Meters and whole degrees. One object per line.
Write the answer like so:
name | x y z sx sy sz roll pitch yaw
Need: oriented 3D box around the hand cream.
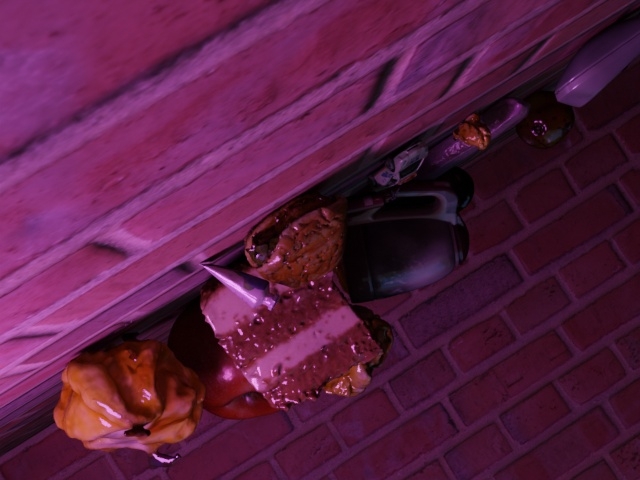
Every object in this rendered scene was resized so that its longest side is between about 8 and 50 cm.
hand cream | -0.135 0.072 1.221 0.053 0.142 0.084 -59 175 1

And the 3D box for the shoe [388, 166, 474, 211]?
shoe | 0.383 -0.152 2.267 0.237 0.171 0.384 -24 176 -17

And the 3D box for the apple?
apple | -0.205 0.290 1.797 0.348 0.277 0.349 -9 144 -7

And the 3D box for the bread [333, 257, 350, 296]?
bread | 0.107 0.027 1.962 0.176 0.247 0.195 -12 -170 -16

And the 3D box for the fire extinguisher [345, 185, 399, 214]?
fire extinguisher | 0.070 -0.073 1.408 0.173 0.035 0.049 -12 -174 1

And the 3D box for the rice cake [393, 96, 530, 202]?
rice cake | 0.309 -0.212 1.682 0.399 0.064 0.070 -34 165 28

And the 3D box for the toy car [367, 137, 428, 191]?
toy car | 0.153 -0.138 1.392 0.093 0.058 0.186 -29 176 -19

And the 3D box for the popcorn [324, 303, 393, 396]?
popcorn | 0.049 0.255 1.673 0.259 0.212 0.259 8 -163 -2

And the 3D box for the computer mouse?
computer mouse | 0.613 -0.399 1.516 0.288 0.097 0.159 -44 174 4

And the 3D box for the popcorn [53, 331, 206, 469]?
popcorn | -0.376 0.306 1.446 0.297 0.281 0.316 4 142 -28

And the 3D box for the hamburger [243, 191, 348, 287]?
hamburger | -0.030 0.003 1.192 0.183 0.130 0.206 -34 175 -8

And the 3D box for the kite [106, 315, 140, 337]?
kite | -0.383 0.169 1.390 0.078 0.002 0.044 -31 176 -17

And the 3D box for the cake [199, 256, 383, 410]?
cake | -0.068 0.150 1.429 0.255 0.290 0.282 -33 -175 -4

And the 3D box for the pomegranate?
pomegranate | 0.616 -0.343 1.972 0.159 0.159 0.205 -35 -159 40

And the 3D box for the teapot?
teapot | 0.198 -0.017 1.713 0.312 0.233 0.315 -11 134 1

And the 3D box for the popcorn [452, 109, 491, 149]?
popcorn | 0.331 -0.239 1.529 0.084 0.084 0.084 -32 177 -2
